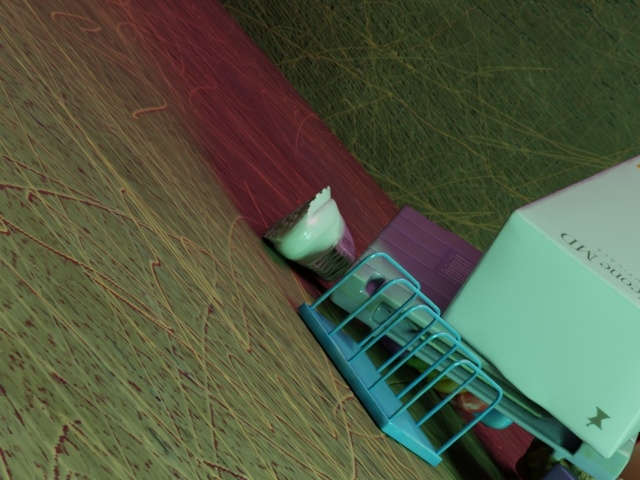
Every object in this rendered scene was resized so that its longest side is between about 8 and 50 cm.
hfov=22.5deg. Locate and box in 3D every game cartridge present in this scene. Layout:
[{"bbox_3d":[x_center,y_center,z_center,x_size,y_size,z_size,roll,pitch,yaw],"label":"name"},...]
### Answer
[{"bbox_3d":[0.198,0.108,1.772,0.355,0.068,0.230,34,24,6],"label":"game cartridge"}]

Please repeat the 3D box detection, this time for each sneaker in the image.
[{"bbox_3d":[0.000,0.000,1.807,0.095,0.090,0.235,58,8,1],"label":"sneaker"}]

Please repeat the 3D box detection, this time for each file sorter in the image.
[{"bbox_3d":[0.081,0.111,1.567,0.118,0.104,0.170,39,11,-52],"label":"file sorter"}]

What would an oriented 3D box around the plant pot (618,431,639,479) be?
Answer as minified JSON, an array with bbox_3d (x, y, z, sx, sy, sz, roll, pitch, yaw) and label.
[{"bbox_3d":[0.494,0.360,2.260,0.243,0.275,0.275,59,6,0],"label":"plant pot"}]

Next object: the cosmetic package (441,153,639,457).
[{"bbox_3d":[0.354,0.048,1.790,0.230,0.161,0.453,40,30,17],"label":"cosmetic package"}]

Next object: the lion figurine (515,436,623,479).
[{"bbox_3d":[0.324,0.186,1.964,0.142,0.392,0.240,6,-12,1],"label":"lion figurine"}]

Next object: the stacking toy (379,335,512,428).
[{"bbox_3d":[0.134,0.097,1.912,0.302,0.165,0.175,27,11,-42],"label":"stacking toy"}]

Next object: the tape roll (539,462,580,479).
[{"bbox_3d":[0.309,0.351,1.613,0.275,0.090,0.275,43,3,-2],"label":"tape roll"}]
